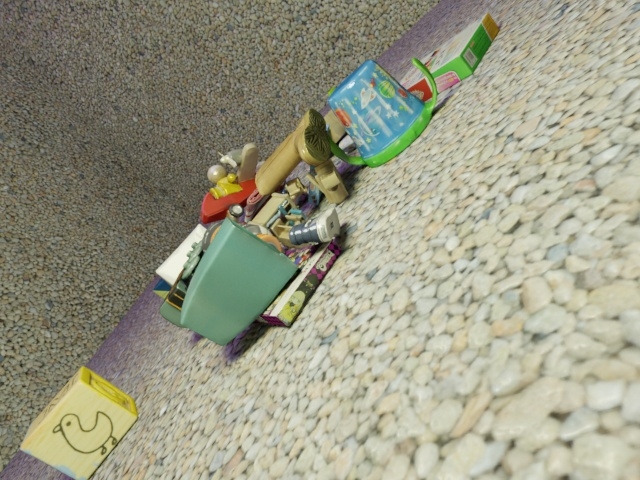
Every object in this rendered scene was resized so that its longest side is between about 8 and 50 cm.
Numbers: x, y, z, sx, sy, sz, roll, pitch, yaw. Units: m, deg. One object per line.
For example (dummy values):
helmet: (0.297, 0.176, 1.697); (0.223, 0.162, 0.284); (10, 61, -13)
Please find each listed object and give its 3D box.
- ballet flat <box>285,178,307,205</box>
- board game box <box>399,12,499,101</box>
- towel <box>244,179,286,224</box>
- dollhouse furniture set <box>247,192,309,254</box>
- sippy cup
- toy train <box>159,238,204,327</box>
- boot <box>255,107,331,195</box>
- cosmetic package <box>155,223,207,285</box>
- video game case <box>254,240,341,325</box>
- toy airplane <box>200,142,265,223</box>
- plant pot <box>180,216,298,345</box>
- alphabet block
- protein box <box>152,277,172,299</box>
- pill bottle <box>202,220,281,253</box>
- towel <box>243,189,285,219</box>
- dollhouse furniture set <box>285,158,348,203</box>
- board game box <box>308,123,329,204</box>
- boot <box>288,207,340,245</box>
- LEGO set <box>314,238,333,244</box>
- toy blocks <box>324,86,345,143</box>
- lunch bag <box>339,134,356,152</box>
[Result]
ballet flat: (-0.093, -0.173, 1.592); (0.079, 0.077, 0.221); (-63, 16, 11)
board game box: (0.365, -0.531, 1.337); (0.317, 0.064, 0.242); (-16, 34, 57)
towel: (-0.202, -0.128, 1.576); (0.237, 0.037, 0.329); (-54, -5, -30)
dollhouse furniture set: (-0.077, -0.038, 1.204); (0.184, 0.128, 0.129); (10, 54, 42)
sippy cup: (0.149, -0.362, 1.195); (0.305, 0.224, 0.240); (-46, 18, -2)
toy train: (-0.374, 0.120, 1.301); (0.190, 0.142, 0.334); (-50, 18, 8)
boot: (-0.087, -0.212, 1.212); (0.269, 0.089, 0.236); (-41, 28, 33)
cosmetic package: (-0.456, 0.094, 1.587); (0.224, 0.138, 0.224); (-51, -5, -17)
video game case: (-0.076, 0.100, 0.992); (0.210, 0.042, 0.232); (-53, 19, -25)
toy airplane: (-0.357, -0.247, 1.873); (0.386, 0.273, 0.384); (-54, -5, 10)
plant pot: (-0.195, 0.096, 0.948); (0.234, 0.166, 0.166); (-56, 19, -2)
alphabet block: (-0.645, 0.492, 1.175); (0.197, 0.192, 0.193); (-54, 21, -19)
protein box: (-0.565, 0.143, 1.832); (0.200, 0.136, 0.201); (-39, 19, 22)
pill bottle: (-0.207, 0.018, 1.155); (0.246, 0.130, 0.130); (9, 55, 49)
towel: (-0.268, -0.169, 2.007); (0.243, 0.040, 0.336); (-44, 18, 2)
dollhouse furniture set: (-0.012, -0.128, 1.204); (0.161, 0.101, 0.181); (-27, 21, 9)
board game box: (-0.005, -0.242, 1.367); (0.160, 0.039, 0.211); (-75, -11, -56)
boot: (-0.010, -0.030, 0.977); (0.086, 0.069, 0.190); (-11, 4, 13)
LEGO set: (0.002, -0.002, 1.066); (0.083, 0.023, 0.054); (-17, 33, 56)
toy blocks: (0.050, -0.463, 1.771); (0.381, 0.191, 0.261); (-57, 9, -33)
lunch bag: (0.110, -0.351, 1.539); (0.071, 0.053, 0.083); (-29, 15, 38)
